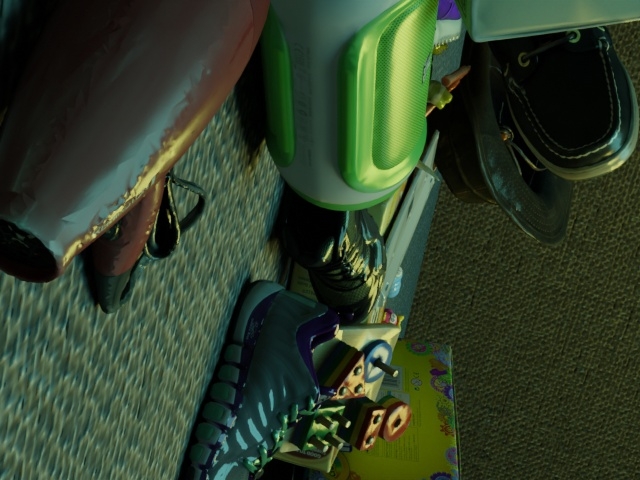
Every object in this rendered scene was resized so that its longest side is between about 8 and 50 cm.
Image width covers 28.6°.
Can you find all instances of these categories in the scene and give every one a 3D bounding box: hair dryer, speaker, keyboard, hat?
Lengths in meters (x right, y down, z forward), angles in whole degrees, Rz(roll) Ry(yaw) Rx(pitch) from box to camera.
[{"bbox_3d":[-0.072,-0.043,0.567,0.293,0.080,0.223,-43,148,-74],"label":"hair dryer"},{"bbox_3d":[0.018,-0.135,0.850,0.296,0.131,0.131,88,18,-64],"label":"speaker"},{"bbox_3d":[0.092,-0.028,1.333,0.256,0.014,0.072,-63,159,-52],"label":"keyboard"},{"bbox_3d":[0.209,-0.141,1.583,0.331,0.134,0.331,27,55,-48],"label":"hat"}]

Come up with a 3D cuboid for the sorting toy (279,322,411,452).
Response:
[{"bbox_3d":[0.023,0.152,1.243,0.274,0.046,0.132,3,110,-50],"label":"sorting toy"}]

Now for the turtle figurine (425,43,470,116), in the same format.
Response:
[{"bbox_3d":[0.097,-0.163,1.458,0.269,0.087,0.217,-91,-160,-64],"label":"turtle figurine"}]

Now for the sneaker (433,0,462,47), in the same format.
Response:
[{"bbox_3d":[0.092,-0.266,1.193,0.293,0.102,0.146,-54,157,-68],"label":"sneaker"}]

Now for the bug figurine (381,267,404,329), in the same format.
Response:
[{"bbox_3d":[0.085,0.168,2.043,0.216,0.072,0.279,88,18,-64],"label":"bug figurine"}]

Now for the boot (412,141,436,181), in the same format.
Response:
[{"bbox_3d":[0.096,-0.066,1.622,0.207,0.090,0.248,-64,170,-62],"label":"boot"}]

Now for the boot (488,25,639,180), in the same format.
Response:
[{"bbox_3d":[0.216,-0.273,1.338,0.284,0.138,0.377,46,31,-50],"label":"boot"}]

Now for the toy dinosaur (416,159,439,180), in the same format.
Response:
[{"bbox_3d":[0.055,-0.117,1.281,0.183,0.053,0.093,24,60,-53],"label":"toy dinosaur"}]

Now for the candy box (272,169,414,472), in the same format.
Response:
[{"bbox_3d":[0.020,0.066,1.357,0.183,0.087,0.316,-53,157,-65],"label":"candy box"}]

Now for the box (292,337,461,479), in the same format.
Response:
[{"bbox_3d":[0.058,0.313,1.562,0.290,0.177,0.279,-85,-176,-57],"label":"box"}]

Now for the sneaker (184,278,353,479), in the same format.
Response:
[{"bbox_3d":[-0.043,0.146,1.034,0.083,0.098,0.224,71,35,-76],"label":"sneaker"}]

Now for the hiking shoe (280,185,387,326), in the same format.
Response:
[{"bbox_3d":[0.000,0.000,1.153,0.114,0.086,0.227,-50,142,-44],"label":"hiking shoe"}]

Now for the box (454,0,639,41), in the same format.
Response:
[{"bbox_3d":[0.120,-0.283,0.833,0.148,0.121,0.311,87,-8,-46],"label":"box"}]
